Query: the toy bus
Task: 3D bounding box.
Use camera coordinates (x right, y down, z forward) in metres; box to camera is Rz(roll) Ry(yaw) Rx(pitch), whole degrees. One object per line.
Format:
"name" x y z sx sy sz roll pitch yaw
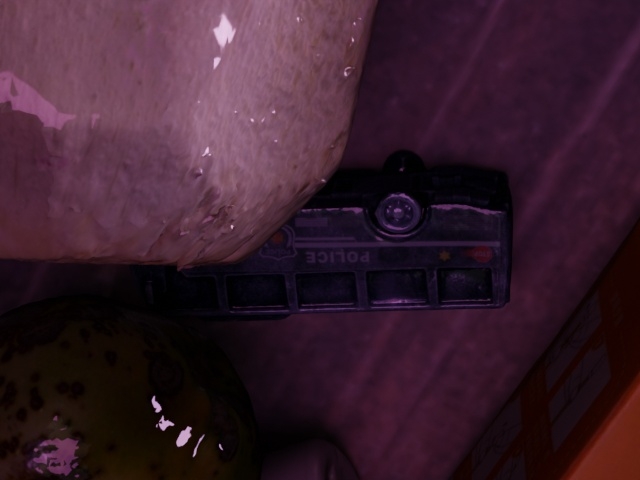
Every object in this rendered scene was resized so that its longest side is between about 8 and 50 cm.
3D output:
"toy bus" 0.000 0.000 0.854 0.166 0.047 0.065 -2 116 7

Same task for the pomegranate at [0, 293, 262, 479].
"pomegranate" -0.097 0.100 0.814 0.125 0.163 0.138 -1 146 45

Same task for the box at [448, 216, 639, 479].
"box" 0.148 0.185 0.863 0.225 0.143 0.341 30 111 -6

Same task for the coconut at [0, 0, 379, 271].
"coconut" -0.089 -0.106 0.726 0.227 0.227 0.230 6 92 4

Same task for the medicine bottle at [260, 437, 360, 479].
"medicine bottle" -0.049 0.145 0.901 0.140 0.079 0.079 -19 109 14
